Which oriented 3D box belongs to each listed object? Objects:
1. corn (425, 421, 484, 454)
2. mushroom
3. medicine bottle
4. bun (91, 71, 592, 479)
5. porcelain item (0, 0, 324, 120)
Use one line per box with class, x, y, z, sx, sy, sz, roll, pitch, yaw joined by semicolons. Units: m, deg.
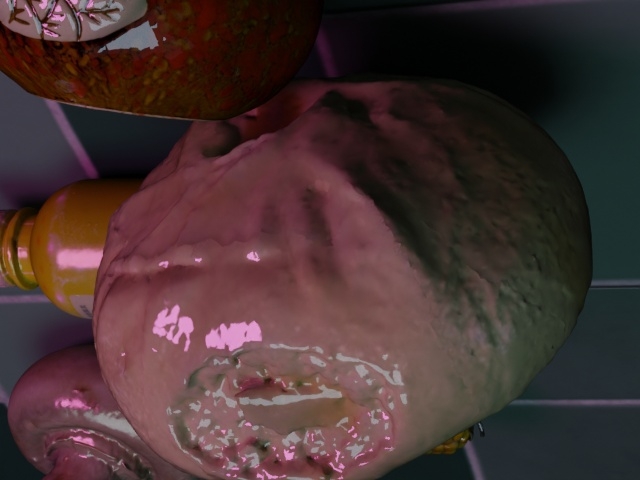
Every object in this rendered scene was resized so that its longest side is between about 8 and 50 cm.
corn;0.013;0.128;1.376;0.310;0.101;0.101;16;141;-2
mushroom;-0.214;0.198;1.456;0.206;0.209;0.206;5;114;10
medicine bottle;-0.200;0.007;1.267;0.212;0.122;0.122;0;140;17
bun;-0.002;-0.004;1.026;0.364;0.364;0.202;-10;124;26
porcelain item;-0.115;-0.199;0.953;0.253;0.253;0.253;8;141;6
